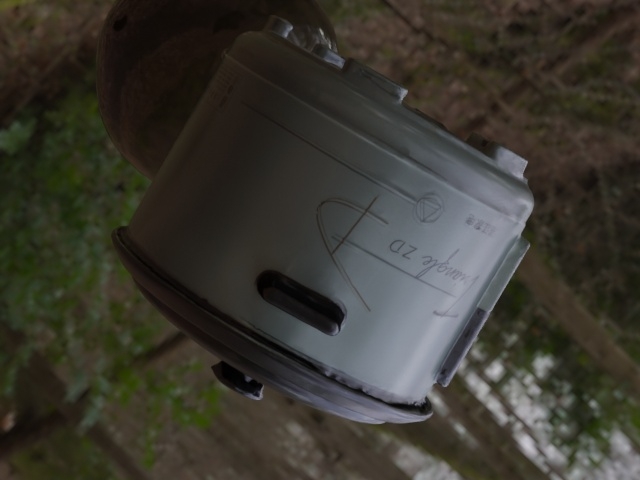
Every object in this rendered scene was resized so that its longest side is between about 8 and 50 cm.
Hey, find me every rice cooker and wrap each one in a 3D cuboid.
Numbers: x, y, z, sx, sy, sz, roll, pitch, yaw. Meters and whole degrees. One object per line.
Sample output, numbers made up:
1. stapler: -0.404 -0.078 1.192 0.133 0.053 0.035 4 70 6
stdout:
1. rice cooker: 0.000 0.000 1.014 0.227 0.241 0.280 -60 -173 5

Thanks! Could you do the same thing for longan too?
1. longan: -0.089 -0.140 1.286 0.212 0.198 0.198 -52 179 37
